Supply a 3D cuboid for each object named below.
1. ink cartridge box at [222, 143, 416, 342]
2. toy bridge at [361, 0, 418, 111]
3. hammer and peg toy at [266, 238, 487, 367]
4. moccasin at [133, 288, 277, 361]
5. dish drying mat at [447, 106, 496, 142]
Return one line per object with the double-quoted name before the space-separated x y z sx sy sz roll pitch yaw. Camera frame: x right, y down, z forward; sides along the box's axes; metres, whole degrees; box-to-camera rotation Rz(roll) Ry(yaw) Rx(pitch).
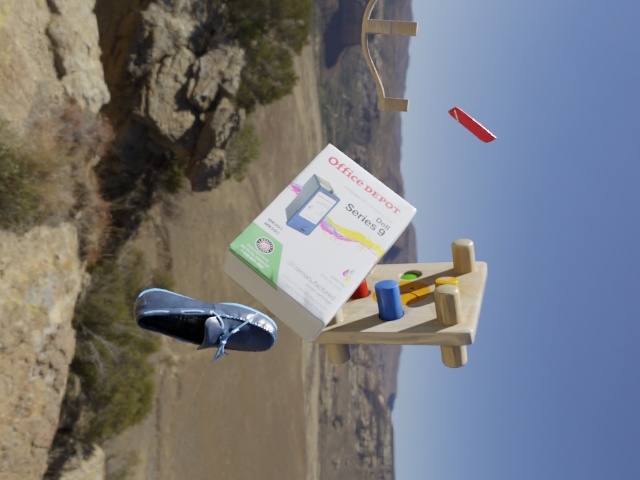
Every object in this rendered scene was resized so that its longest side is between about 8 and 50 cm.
"ink cartridge box" 0.000 0.000 0.767 0.212 0.154 0.093 -47 173 -27
"toy bridge" 0.080 -0.245 0.667 0.026 0.063 0.188 -63 157 -71
"hammer and peg toy" 0.081 0.103 0.962 0.266 0.362 0.127 -49 132 -61
"moccasin" -0.272 0.217 1.369 0.116 0.343 0.137 -104 -152 -65
"dish drying mat" 0.244 -0.186 0.938 0.008 0.083 0.032 -55 -170 -12
